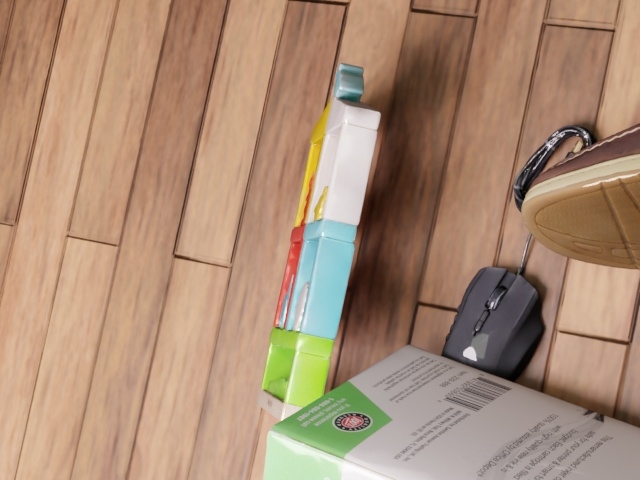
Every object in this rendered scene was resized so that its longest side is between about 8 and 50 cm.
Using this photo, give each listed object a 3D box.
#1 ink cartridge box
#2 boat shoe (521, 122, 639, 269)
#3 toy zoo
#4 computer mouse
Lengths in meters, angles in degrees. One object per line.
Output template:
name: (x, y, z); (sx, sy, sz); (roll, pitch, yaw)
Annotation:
ink cartridge box: (0.130, 0.200, 1.170); (0.289, 0.211, 0.121); (18, 113, 29)
boat shoe: (0.317, -0.073, 1.202); (0.342, 0.123, 0.123); (-17, 44, 29)
toy zoo: (0.000, 0.000, 1.306); (0.030, 0.192, 0.293); (12, 86, -7)
computer mouse: (0.160, 0.017, 1.295); (0.071, 0.041, 0.242); (22, 91, 29)
